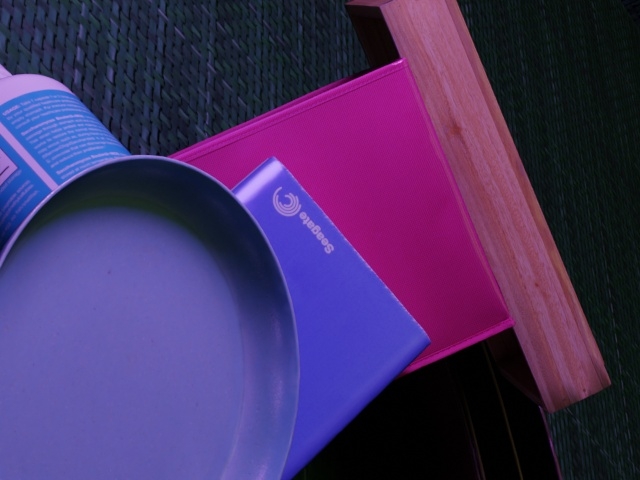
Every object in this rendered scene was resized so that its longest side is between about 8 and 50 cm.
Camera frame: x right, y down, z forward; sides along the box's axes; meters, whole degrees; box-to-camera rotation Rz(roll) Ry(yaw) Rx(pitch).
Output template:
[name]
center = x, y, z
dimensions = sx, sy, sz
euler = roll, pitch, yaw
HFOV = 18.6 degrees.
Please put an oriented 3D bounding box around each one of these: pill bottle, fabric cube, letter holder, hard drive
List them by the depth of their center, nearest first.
[pill bottle]
center = -0.212, -0.031, 1.530
dimensions = 0.264, 0.146, 0.146
euler = 46, 13, 26
[hard drive]
center = -0.084, 0.108, 1.602
dimensions = 0.319, 0.040, 0.210
euler = -42, 95, -25
[fabric cube]
center = 0.000, 0.000, 1.816
dimensions = 0.259, 0.254, 0.258
euler = -152, -143, -83
[letter holder]
center = 0.171, 0.215, 2.085
dimensions = 0.152, 0.214, 0.301
euler = -4, 66, -23

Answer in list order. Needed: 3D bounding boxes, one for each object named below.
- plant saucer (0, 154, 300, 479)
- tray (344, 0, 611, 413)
[plant saucer]
center = -0.134, 0.099, 1.373
dimensions = 0.318, 0.044, 0.317
euler = 1, 89, -50
[tray]
center = 0.149, -0.051, 1.881
dimensions = 0.203, 0.076, 0.411
euler = -140, -155, -79
